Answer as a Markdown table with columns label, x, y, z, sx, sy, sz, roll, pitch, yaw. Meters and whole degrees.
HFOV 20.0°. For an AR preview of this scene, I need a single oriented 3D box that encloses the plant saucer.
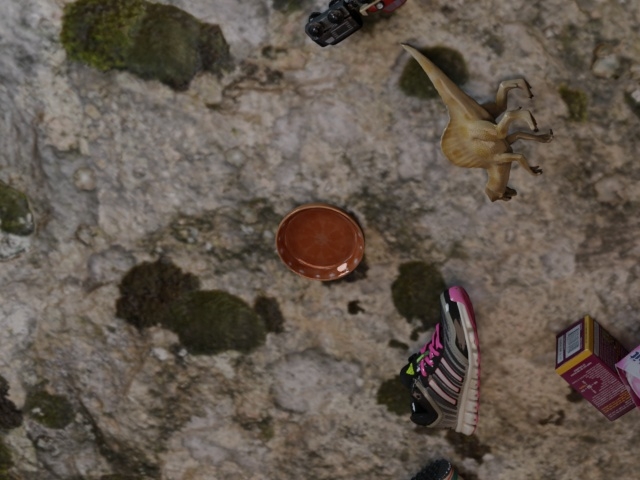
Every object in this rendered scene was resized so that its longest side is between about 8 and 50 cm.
| label | x | y | z | sx | sy | sz | roll | pitch | yaw |
| --- | --- | --- | --- | --- | --- | --- | --- | --- | --- |
| plant saucer | 0.000 | 0.000 | 1.684 | 0.083 | 0.013 | 0.083 | 3 | 124 | 4 |

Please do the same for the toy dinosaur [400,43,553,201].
| label | x | y | z | sx | sy | sz | roll | pitch | yaw |
| --- | --- | --- | --- | --- | --- | --- | --- | --- | --- |
| toy dinosaur | 0.143 | -0.101 | 1.576 | 0.092 | 0.053 | 0.183 | -22 | 118 | 22 |

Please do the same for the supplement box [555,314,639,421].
| label | x | y | z | sx | sy | sz | roll | pitch | yaw |
| --- | --- | --- | --- | --- | --- | --- | --- | --- | --- |
| supplement box | 0.263 | 0.121 | 1.708 | 0.083 | 0.055 | 0.043 | 42 | 120 | -19 |

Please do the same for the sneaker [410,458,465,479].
| label | x | y | z | sx | sy | sz | roll | pitch | yaw |
| --- | --- | --- | --- | --- | --- | --- | --- | --- | --- |
| sneaker | 0.094 | 0.292 | 1.841 | 0.075 | 0.057 | 0.161 | 43 | 115 | -14 |

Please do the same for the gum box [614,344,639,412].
| label | x | y | z | sx | sy | sz | roll | pitch | yaw |
| --- | --- | --- | --- | --- | --- | --- | --- | --- | --- |
| gum box | 0.366 | 0.161 | 1.688 | 0.107 | 0.062 | 0.188 | -38 | 117 | -12 |

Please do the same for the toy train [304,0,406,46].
| label | x | y | z | sx | sy | sz | roll | pitch | yaw |
| --- | --- | --- | --- | --- | --- | --- | --- | --- | --- |
| toy train | 0.056 | -0.210 | 1.529 | 0.158 | 0.027 | 0.036 | -31 | 118 | 25 |

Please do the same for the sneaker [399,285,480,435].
| label | x | y | z | sx | sy | sz | roll | pitch | yaw |
| --- | --- | --- | --- | --- | --- | --- | --- | --- | --- |
| sneaker | 0.112 | 0.118 | 1.718 | 0.074 | 0.063 | 0.170 | -2 | 128 | 1 |
